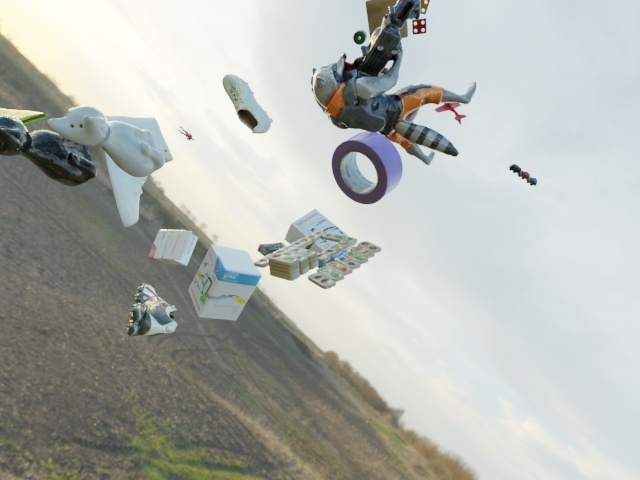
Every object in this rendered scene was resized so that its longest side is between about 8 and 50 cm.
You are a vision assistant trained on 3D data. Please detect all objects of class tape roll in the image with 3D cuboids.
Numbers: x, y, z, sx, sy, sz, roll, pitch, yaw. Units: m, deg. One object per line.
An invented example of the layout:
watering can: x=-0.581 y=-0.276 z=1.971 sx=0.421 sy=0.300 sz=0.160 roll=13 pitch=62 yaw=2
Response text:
tape roll: x=0.127 y=-0.201 z=1.126 sx=0.189 sy=0.080 sz=0.188 roll=27 pitch=-44 yaw=29

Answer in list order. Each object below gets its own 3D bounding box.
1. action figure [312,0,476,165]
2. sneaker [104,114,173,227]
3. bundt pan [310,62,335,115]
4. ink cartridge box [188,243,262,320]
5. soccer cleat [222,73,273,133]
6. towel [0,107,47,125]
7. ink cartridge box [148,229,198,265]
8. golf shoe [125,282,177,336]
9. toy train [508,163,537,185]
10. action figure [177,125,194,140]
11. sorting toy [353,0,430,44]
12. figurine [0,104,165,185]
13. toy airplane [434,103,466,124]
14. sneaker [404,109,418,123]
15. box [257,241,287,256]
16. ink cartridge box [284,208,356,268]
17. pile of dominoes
action figure: x=0.144 y=-0.298 z=0.820 sx=0.331 sy=0.178 sz=0.341 roll=13 pitch=-29 yaw=-10
sneaker: x=-0.474 y=-0.188 z=1.079 sx=0.108 sy=0.169 sz=0.292 roll=6 pitch=-76 yaw=61
bundt pan: x=0.110 y=-0.778 z=2.101 sx=0.124 sy=0.330 sz=0.331 roll=-24 pitch=-65 yaw=44
ink cartridge box: x=-0.438 y=0.195 z=1.840 sx=0.197 sy=0.270 sz=0.198 roll=15 pitch=24 yaw=-41
soccer cleat: x=-0.206 y=-0.366 z=1.078 sx=0.196 sy=0.076 sz=0.068 roll=52 pitch=-47 yaw=5
towel: x=-0.612 y=-0.224 z=0.734 sx=0.237 sy=0.102 sz=0.021 roll=14 pitch=-49 yaw=27
ink cartridge box: x=-0.519 y=0.025 z=1.454 sx=0.198 sy=0.115 sz=0.067 roll=2 pitch=-22 yaw=37
golf shoe: x=-0.483 y=0.206 z=1.161 sx=0.120 sy=0.105 sz=0.273 roll=15 pitch=8 yaw=-24
toy train: x=0.841 y=-0.270 z=1.668 sx=0.158 sy=0.027 sz=0.036 roll=28 pitch=-22 yaw=-20
action figure: x=-0.686 y=-0.545 z=2.080 sx=0.115 sy=0.038 sz=0.030 roll=41 pitch=17 yaw=22
sorting toy: x=0.241 y=-0.763 z=1.385 sx=0.275 sy=0.046 sz=0.132 roll=3 pitch=-50 yaw=24
figurine: x=-0.400 y=-0.158 z=0.659 sx=0.209 sy=0.215 sz=0.092 roll=22 pitch=62 yaw=-85
toy airplane: x=0.564 y=-0.558 z=1.732 sx=0.151 sy=0.151 sz=0.028 roll=43 pitch=-29 yaw=6
sneaker: x=0.426 y=-0.705 z=2.171 sx=0.106 sy=0.282 sz=0.162 roll=56 pitch=-46 yaw=26
box: x=-0.124 y=0.051 z=1.295 sx=0.094 sy=0.027 sz=0.137 roll=-4 pitch=-31 yaw=33
ink cartridge box: x=0.000 y=0.000 z=1.412 sx=0.203 sy=0.148 sz=0.085 roll=40 pitch=-47 yaw=13
pile of dominoes: x=0.002 y=0.018 z=0.849 sx=0.196 sy=0.251 sz=0.040 roll=11 pitch=-66 yaw=33
